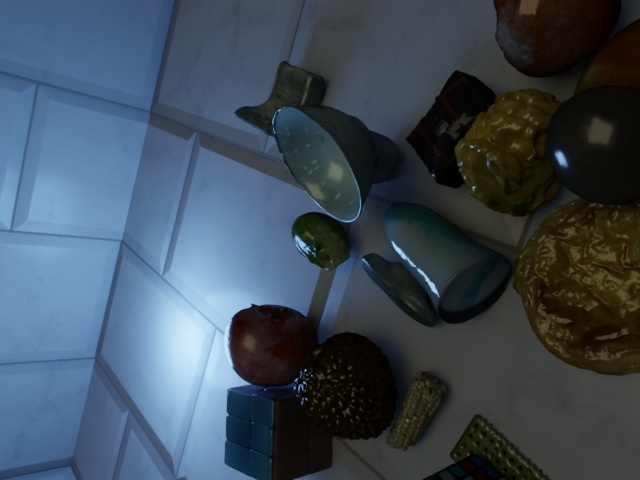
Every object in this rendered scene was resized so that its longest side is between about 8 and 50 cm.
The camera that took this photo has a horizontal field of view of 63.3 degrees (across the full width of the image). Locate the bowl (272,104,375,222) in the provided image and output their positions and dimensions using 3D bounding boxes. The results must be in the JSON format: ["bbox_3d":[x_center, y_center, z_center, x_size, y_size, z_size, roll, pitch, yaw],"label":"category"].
[{"bbox_3d":[0.039,-0.210,1.217,0.146,0.313,0.313,-38,44,-18],"label":"bowl"}]

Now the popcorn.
[{"bbox_3d":[0.379,-0.172,1.011,0.250,0.250,0.190,-59,31,24],"label":"popcorn"}]

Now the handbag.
[{"bbox_3d":[0.306,-0.250,1.164,0.215,0.155,0.169,-53,42,30],"label":"handbag"}]

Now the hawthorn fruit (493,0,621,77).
[{"bbox_3d":[0.453,-0.441,1.005,0.231,0.263,0.235,85,169,-49],"label":"hawthorn fruit"}]

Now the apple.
[{"bbox_3d":[0.601,-0.298,0.881,0.346,0.254,0.179,9,134,48],"label":"apple"}]

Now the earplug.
[{"bbox_3d":[0.255,0.018,1.195,0.185,0.185,0.324,-62,39,21],"label":"earplug"}]

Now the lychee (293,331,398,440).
[{"bbox_3d":[0.069,0.367,1.285,0.268,0.268,0.267,-7,80,46],"label":"lychee"}]

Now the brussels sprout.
[{"bbox_3d":[0.004,-0.003,1.458,0.180,0.144,0.161,53,164,-7],"label":"brussels sprout"}]

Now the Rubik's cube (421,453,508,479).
[{"bbox_3d":[0.300,0.574,1.033,0.184,0.187,0.182,30,115,43],"label":"Rubik's cube"}]

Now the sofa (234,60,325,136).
[{"bbox_3d":[-0.125,-0.445,1.632,0.210,0.176,0.225,40,114,42],"label":"sofa"}]

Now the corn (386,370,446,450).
[{"bbox_3d":[0.227,0.410,1.225,0.087,0.087,0.210,35,114,43],"label":"corn"}]

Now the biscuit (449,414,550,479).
[{"bbox_3d":[0.385,0.491,1.092,0.231,0.016,0.139,42,116,42],"label":"biscuit"}]

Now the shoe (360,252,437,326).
[{"bbox_3d":[0.207,0.105,1.280,0.100,0.103,0.251,-42,61,-8],"label":"shoe"}]

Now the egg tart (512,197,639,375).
[{"bbox_3d":[0.520,0.068,0.918,0.341,0.129,0.341,-10,76,47],"label":"egg tart"}]

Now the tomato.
[{"bbox_3d":[-0.143,0.304,1.495,0.270,0.270,0.227,18,105,46],"label":"tomato"}]

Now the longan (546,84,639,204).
[{"bbox_3d":[0.467,-0.148,0.832,0.198,0.212,0.198,-11,62,22],"label":"longan"}]

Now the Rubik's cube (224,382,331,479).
[{"bbox_3d":[-0.120,0.529,1.473,0.231,0.221,0.224,-4,83,47],"label":"Rubik's cube"}]

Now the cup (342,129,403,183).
[{"bbox_3d":[0.122,-0.201,1.363,0.173,0.142,0.134,-51,53,29],"label":"cup"}]
